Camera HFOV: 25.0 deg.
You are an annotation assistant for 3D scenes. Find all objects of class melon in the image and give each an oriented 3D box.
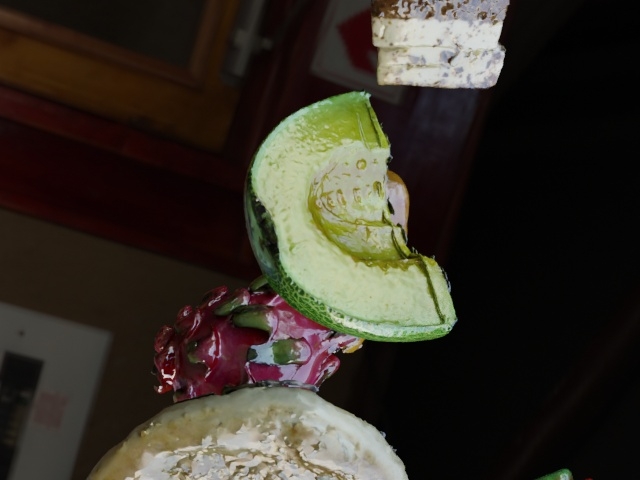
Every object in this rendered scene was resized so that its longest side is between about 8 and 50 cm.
[{"bbox_3d":[0.000,0.000,1.399,0.129,0.169,0.265,-49,-125,55],"label":"melon"}]

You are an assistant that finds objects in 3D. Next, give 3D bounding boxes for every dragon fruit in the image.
[{"bbox_3d":[-0.074,0.128,1.806,0.273,0.198,0.218,-37,155,-29],"label":"dragon fruit"}]

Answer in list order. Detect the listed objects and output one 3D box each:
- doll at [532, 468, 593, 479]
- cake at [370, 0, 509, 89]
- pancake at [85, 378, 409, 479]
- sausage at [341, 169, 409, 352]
[{"bbox_3d":[0.266,0.404,1.389,0.160,0.183,0.363,61,7,-66],"label":"doll"},{"bbox_3d":[0.076,-0.250,1.439,0.246,0.135,0.112,-124,-147,-46],"label":"cake"},{"bbox_3d":[-0.075,0.310,1.599,0.382,0.382,0.071,-60,-161,28],"label":"pancake"},{"bbox_3d":[0.060,0.029,2.076,0.109,0.109,0.270,-137,-118,-67],"label":"sausage"}]
